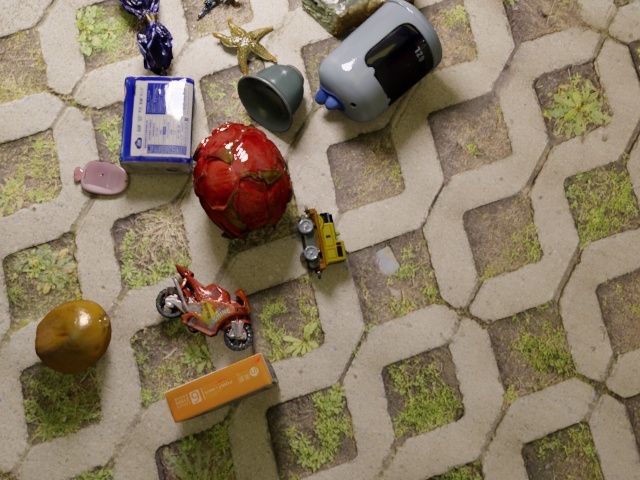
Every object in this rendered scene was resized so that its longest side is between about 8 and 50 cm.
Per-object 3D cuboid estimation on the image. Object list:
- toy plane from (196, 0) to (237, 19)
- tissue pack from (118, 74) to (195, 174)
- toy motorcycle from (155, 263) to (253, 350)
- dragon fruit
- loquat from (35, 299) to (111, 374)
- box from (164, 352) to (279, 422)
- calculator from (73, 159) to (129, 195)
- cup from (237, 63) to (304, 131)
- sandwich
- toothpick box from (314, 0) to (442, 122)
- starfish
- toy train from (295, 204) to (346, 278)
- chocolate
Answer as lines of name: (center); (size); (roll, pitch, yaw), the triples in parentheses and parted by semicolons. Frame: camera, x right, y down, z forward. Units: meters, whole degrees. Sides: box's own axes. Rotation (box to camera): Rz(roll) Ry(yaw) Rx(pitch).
toy plane: (-0.321, -0.755, 1.974); (0.135, 0.062, 0.188); (40, 82, 4)
tissue pack: (-0.465, -0.331, 1.869); (0.209, 0.137, 0.269); (-1, 77, -1)
toy motorcycle: (-0.308, 0.189, 1.806); (0.298, 0.089, 0.171); (25, 80, 4)
dragon fruit: (-0.217, -0.163, 1.774); (0.278, 0.277, 0.342); (-22, 72, -5)
loquat: (-0.670, 0.260, 1.746); (0.234, 0.176, 0.187); (-31, 41, 12)
box: (-0.254, 0.391, 1.711); (0.274, 0.221, 0.091); (-21, 78, -7)
calculator: (-0.644, -0.184, 1.892); (0.166, 0.024, 0.103); (8, 81, -1)
cup: (-0.121, -0.439, 1.883); (0.199, 0.199, 0.150); (37, 64, 5)
sandwich: (0.094, -0.783, 1.955); (0.326, 0.131, 0.262); (-17, 83, -3)
toothpick box: (0.144, -0.499, 1.868); (0.355, 0.263, 0.263); (-42, 84, -6)
starfish: (-0.215, -0.609, 1.966); (0.176, 0.053, 0.208); (-43, 90, -17)
toy train: (0.000, 0.000, 1.849); (0.127, 0.089, 0.219); (-9, 80, -13)
chocolate: (-0.501, -0.630, 1.905); (0.126, 0.148, 0.343); (-23, 76, 4)
